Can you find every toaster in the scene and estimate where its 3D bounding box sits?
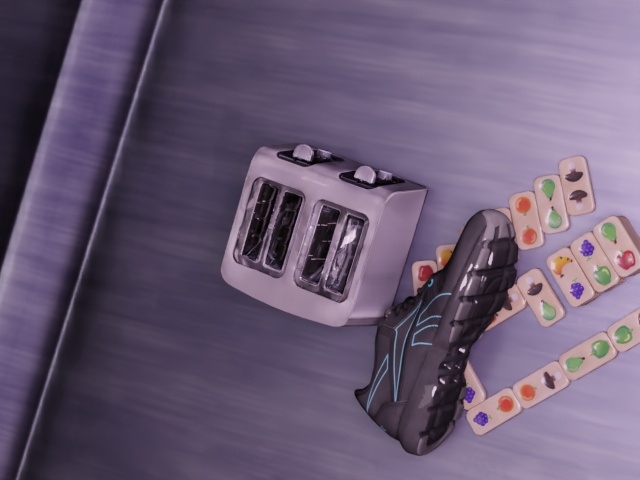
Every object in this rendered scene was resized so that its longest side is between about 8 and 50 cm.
[{"bbox_3d":[0.000,0.000,1.674,0.168,0.110,0.186,21,100,26],"label":"toaster"}]

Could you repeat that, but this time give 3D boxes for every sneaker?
[{"bbox_3d":[0.110,0.083,1.608,0.106,0.101,0.267,31,110,31],"label":"sneaker"}]

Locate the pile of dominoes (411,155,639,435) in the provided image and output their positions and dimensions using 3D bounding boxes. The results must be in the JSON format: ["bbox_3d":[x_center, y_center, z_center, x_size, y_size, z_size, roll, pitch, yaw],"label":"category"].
[{"bbox_3d":[0.206,0.055,1.609,0.251,0.040,0.196,-35,76,22],"label":"pile of dominoes"}]
